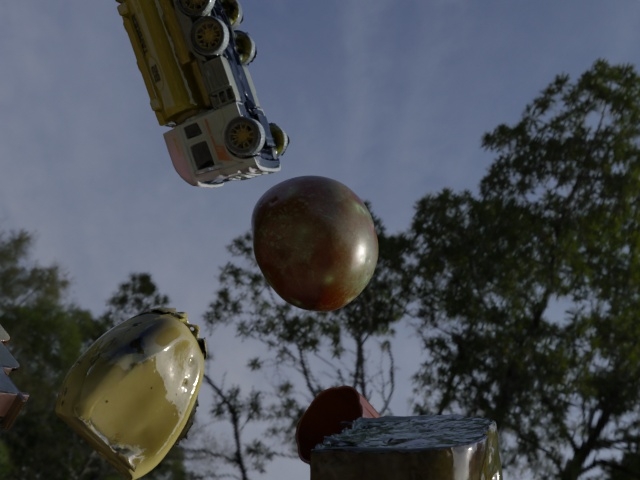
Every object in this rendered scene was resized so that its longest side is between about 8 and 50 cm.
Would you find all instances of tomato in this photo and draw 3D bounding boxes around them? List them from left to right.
[{"bbox_3d":[0.000,0.000,1.539,0.222,0.270,0.270,-29,-72,18],"label":"tomato"}]

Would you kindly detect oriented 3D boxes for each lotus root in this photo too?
[{"bbox_3d":[0.082,0.276,0.622,0.149,0.267,0.260,-5,-99,10],"label":"lotus root"}]

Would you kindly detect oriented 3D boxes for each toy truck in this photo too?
[{"bbox_3d":[-0.122,-0.162,0.804,0.114,0.098,0.227,-20,-91,15],"label":"toy truck"}]

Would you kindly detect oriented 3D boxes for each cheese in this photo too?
[{"bbox_3d":[-0.335,0.264,1.498,0.128,0.316,0.259,6,-40,40],"label":"cheese"}]

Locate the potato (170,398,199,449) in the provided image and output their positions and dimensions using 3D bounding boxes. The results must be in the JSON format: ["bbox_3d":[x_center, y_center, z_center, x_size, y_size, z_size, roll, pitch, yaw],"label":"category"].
[{"bbox_3d":[-0.346,0.377,1.668,0.164,0.081,0.200,36,-80,-6],"label":"potato"}]

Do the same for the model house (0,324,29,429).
[{"bbox_3d":[-0.537,0.194,1.023,0.326,0.244,0.169,37,6,31],"label":"model house"}]

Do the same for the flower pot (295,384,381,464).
[{"bbox_3d":[0.068,0.439,1.737,0.190,0.191,0.173,-18,-50,42],"label":"flower pot"}]
